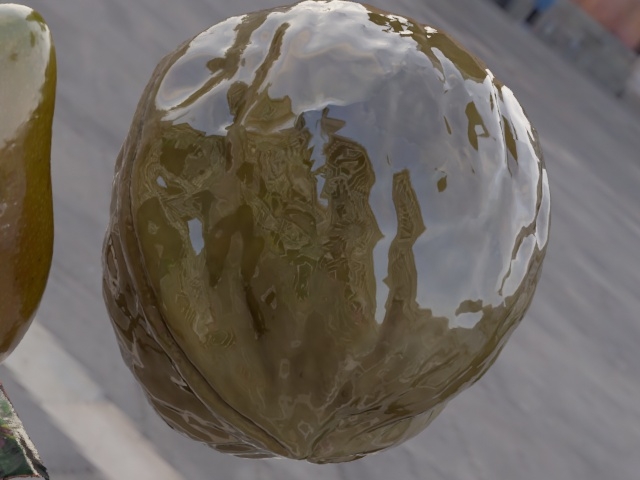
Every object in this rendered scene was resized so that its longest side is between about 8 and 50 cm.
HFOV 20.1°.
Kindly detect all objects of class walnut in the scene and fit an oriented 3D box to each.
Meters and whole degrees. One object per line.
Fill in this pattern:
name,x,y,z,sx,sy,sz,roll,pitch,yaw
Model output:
walnut,0.000,0.000,0.854,0.228,0.228,0.228,38,11,-9

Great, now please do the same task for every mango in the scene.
mango,-0.151,-0.008,0.721,0.102,0.184,0.085,-15,50,-43

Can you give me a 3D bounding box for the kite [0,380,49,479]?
kite,-0.232,0.091,0.843,0.234,0.321,0.016,-56,132,-55
